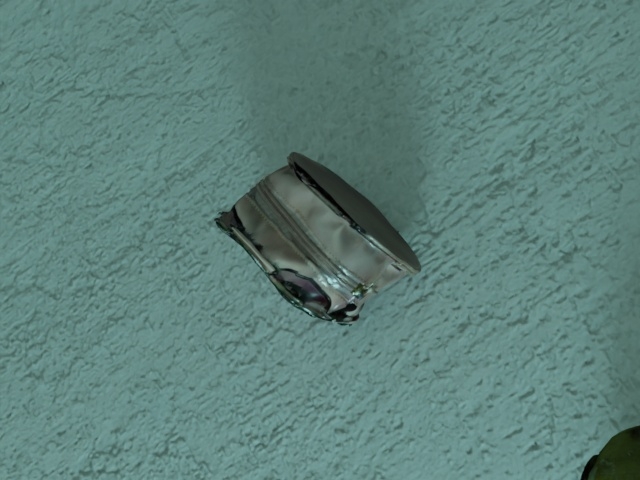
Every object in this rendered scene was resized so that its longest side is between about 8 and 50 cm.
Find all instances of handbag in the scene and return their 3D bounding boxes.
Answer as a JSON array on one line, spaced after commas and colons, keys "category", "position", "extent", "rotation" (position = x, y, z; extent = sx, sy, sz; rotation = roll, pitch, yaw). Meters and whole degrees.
[{"category": "handbag", "position": [-0.001, 0.001, 1.800], "extent": [0.116, 0.179, 0.205], "rotation": [-49, 60, 10]}]

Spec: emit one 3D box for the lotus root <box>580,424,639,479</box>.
[{"category": "lotus root", "position": [0.382, 0.249, 1.563], "extent": [0.278, 0.154, 0.154], "rotation": [7, 76, 21]}]
